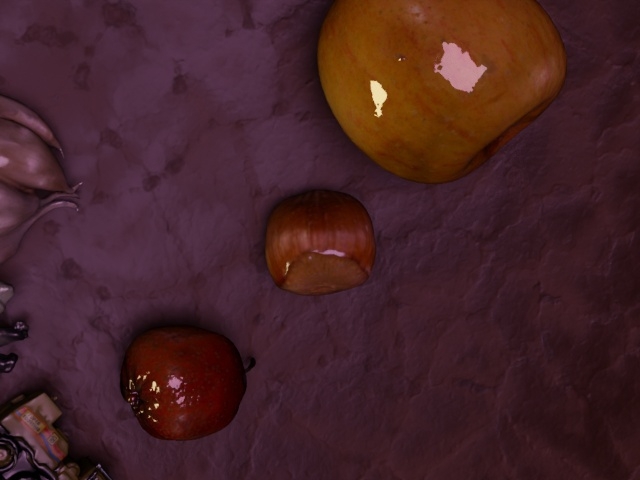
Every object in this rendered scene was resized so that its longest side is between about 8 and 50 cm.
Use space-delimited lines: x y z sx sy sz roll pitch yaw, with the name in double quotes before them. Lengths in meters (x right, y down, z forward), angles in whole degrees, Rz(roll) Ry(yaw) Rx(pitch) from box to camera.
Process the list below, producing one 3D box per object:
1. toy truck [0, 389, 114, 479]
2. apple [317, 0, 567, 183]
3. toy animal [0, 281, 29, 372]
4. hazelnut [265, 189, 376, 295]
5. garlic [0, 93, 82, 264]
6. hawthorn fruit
"toy truck" -0.348 0.325 1.473 0.127 0.127 0.257 -38 105 -19
"apple" 0.148 -0.225 1.413 0.299 0.299 0.275 -39 76 -4
"toy animal" -0.458 0.146 1.421 0.121 0.094 0.225 32 111 -15
"hazelnut" 0.000 0.000 1.487 0.150 0.150 0.150 -2 99 -11
"garlic" -0.457 -0.077 1.395 0.292 0.210 0.237 35 56 -11
"hawthorn fruit" -0.166 0.185 1.480 0.194 0.157 0.157 -9 101 -33
